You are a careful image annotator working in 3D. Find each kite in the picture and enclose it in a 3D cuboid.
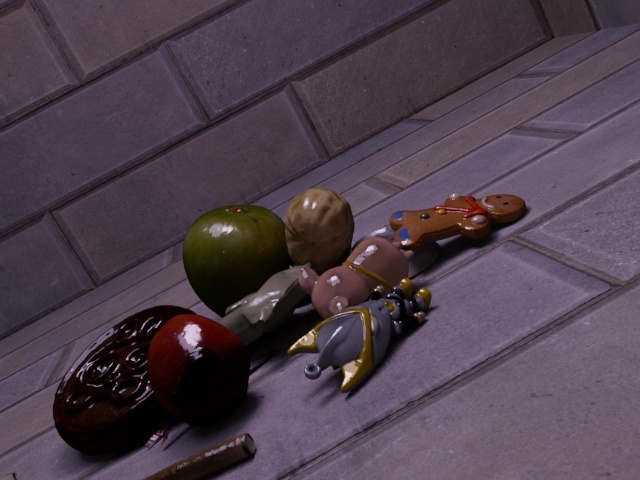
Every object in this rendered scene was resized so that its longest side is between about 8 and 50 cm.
[{"bbox_3d":[-0.254,0.337,1.668,0.204,0.022,0.360,-17,16,43],"label":"kite"}]

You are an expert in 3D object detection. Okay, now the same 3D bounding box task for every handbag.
[{"bbox_3d":[-0.149,0.173,1.789,0.253,0.109,0.316,-38,-1,-45],"label":"handbag"}]

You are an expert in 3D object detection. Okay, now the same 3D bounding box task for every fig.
[{"bbox_3d":[-0.227,0.063,2.026,0.316,0.316,0.316,-26,14,7],"label":"fig"}]

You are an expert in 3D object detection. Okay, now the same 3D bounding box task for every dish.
[{"bbox_3d":[0.155,0.026,1.821,0.260,0.085,0.260,-21,17,7],"label":"dish"}]

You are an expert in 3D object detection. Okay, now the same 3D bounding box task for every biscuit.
[{"bbox_3d":[-0.446,0.304,1.740,0.407,0.091,0.407,-25,30,16],"label":"biscuit"},{"bbox_3d":[0.322,-0.060,1.759,0.324,0.049,0.205,-9,26,0],"label":"biscuit"}]

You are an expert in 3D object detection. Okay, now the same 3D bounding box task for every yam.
[{"bbox_3d":[-0.238,0.409,1.324,0.264,0.046,0.046,-25,14,6],"label":"yam"}]

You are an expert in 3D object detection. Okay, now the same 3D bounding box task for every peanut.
[{"bbox_3d":[0.000,0.000,1.883,0.169,0.192,0.387,7,-20,5],"label":"peanut"}]

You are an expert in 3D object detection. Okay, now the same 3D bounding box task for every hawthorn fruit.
[{"bbox_3d":[-0.259,0.254,1.526,0.215,0.215,0.249,-35,49,-27],"label":"hawthorn fruit"}]

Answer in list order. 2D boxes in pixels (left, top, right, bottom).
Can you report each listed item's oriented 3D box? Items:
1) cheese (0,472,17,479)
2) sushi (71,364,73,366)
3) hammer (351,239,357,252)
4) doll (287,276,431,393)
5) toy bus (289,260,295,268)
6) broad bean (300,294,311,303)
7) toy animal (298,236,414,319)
[{"bbox_3d":[-0.699,0.570,1.627,0.092,0.047,0.171,-30,13,3],"label":"cheese"},{"bbox_3d":[-0.585,0.353,2.017,0.126,0.136,0.225,-22,9,-2],"label":"sushi"},{"bbox_3d":[0.007,0.077,2.094,0.246,0.029,0.103,-30,13,-4],"label":"hammer"},{"bbox_3d":[0.090,0.174,1.441,0.316,0.145,0.103,-31,-20,-35],"label":"doll"},{"bbox_3d":[-0.066,0.020,2.292,0.201,0.098,0.114,-32,14,-8],"label":"toy bus"},{"bbox_3d":[-0.055,0.143,1.936,0.297,0.043,0.060,-20,-5,27],"label":"broad bean"},{"bbox_3d":[0.095,0.088,1.619,0.248,0.149,0.165,-33,32,-22],"label":"toy animal"}]
